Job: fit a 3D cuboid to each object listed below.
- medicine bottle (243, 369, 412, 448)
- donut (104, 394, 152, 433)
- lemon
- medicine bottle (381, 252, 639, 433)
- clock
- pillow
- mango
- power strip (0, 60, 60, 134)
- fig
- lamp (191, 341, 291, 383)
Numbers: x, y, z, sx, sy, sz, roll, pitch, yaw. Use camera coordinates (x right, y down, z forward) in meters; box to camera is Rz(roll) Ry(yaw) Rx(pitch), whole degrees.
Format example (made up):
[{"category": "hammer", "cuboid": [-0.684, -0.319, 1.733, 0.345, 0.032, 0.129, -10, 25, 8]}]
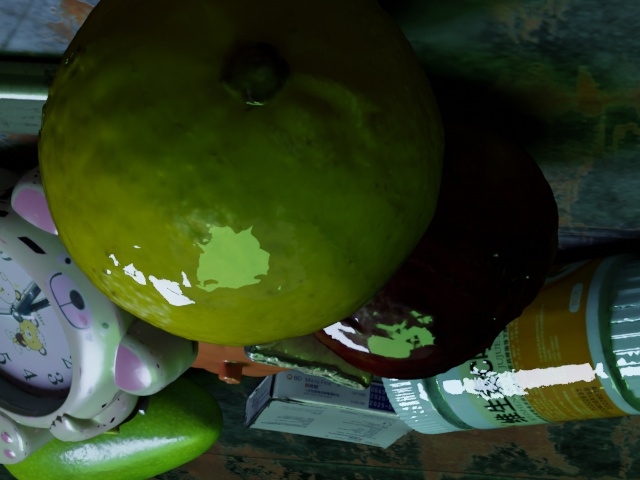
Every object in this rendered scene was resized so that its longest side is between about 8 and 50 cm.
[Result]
[{"category": "medicine bottle", "cuboid": [0.014, 0.220, 2.288, 0.201, 0.052, 0.171, 10, 159, -10]}, {"category": "donut", "cuboid": [-0.363, 0.133, 2.060, 0.345, 0.136, 0.259, 2, 162, 8]}, {"category": "lemon", "cuboid": [-0.055, -0.065, 1.230, 0.297, 0.297, 0.297, 6, 160, 2]}, {"category": "medicine bottle", "cuboid": [0.227, 0.103, 1.761, 0.318, 0.158, 0.158, -11, 154, 37]}, {"category": "clock", "cuboid": [-0.274, 0.060, 1.693, 0.309, 0.284, 0.114, -19, -168, 45]}, {"category": "pillow", "cuboid": [-0.013, 0.029, 1.570, 0.126, 0.232, 0.043, 21, 128, -24]}, {"category": "mango", "cuboid": [-0.270, 0.236, 2.244, 0.343, 0.156, 0.192, -8, -165, 32]}, {"category": "power strip", "cuboid": [-0.203, -0.116, 1.481, 0.268, 0.034, 0.092, 3, 160, 8]}, {"category": "fig", "cuboid": [0.063, -0.003, 1.456, 0.263, 0.224, 0.224, 16, 158, -8]}, {"category": "lamp", "cuboid": [-0.081, 0.061, 1.735, 0.188, 0.164, 0.187, 3, 160, 1]}]
